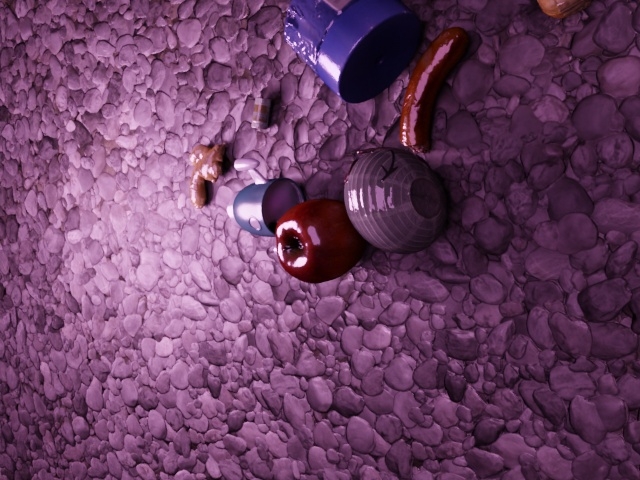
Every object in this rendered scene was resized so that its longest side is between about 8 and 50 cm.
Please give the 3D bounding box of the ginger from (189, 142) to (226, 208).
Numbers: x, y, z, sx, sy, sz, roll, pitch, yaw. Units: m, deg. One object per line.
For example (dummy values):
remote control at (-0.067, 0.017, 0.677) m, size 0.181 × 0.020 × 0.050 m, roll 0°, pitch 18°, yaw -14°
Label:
ginger at (-0.340, -0.192, 1.824) m, size 0.133 × 0.059 × 0.214 m, roll 17°, pitch 104°, yaw 34°

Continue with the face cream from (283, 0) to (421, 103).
face cream at (0.070, -0.481, 1.423) m, size 0.225 × 0.249 × 0.249 m, roll 51°, pitch 119°, yaw 22°

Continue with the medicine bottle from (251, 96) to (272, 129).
medicine bottle at (-0.163, -0.351, 1.700) m, size 0.047 × 0.047 × 0.083 m, roll 18°, pitch 105°, yaw 29°

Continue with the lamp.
lamp at (0.166, -0.091, 1.420) m, size 0.233 × 0.265 × 0.233 m, roll -36°, pitch 37°, yaw 33°

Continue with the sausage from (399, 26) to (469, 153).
sausage at (0.251, -0.347, 1.428) m, size 0.102 × 0.076 × 0.302 m, roll 24°, pitch 110°, yaw 19°

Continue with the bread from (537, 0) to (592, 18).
bread at (0.464, -0.566, 1.228) m, size 0.106 × 0.140 × 0.237 m, roll -15°, pitch 86°, yaw 36°

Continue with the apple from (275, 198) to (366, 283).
apple at (-0.002, 0.000, 1.546) m, size 0.233 × 0.234 × 0.234 m, roll 5°, pitch 99°, yaw 31°

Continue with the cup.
cup at (-0.158, -0.086, 1.670) m, size 0.173 × 0.167 × 0.300 m, roll 0°, pitch 122°, yaw 40°
